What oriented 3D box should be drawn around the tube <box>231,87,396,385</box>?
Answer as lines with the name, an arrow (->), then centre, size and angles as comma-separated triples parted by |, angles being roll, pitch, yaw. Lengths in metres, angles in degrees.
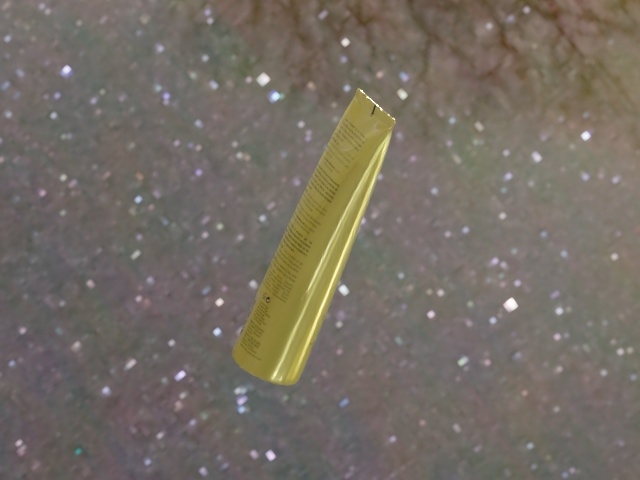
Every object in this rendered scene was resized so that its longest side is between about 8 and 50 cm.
tube -> 0.000, 0.000, 1.084 | 0.070, 0.240, 0.062 | 28, -165, 25
